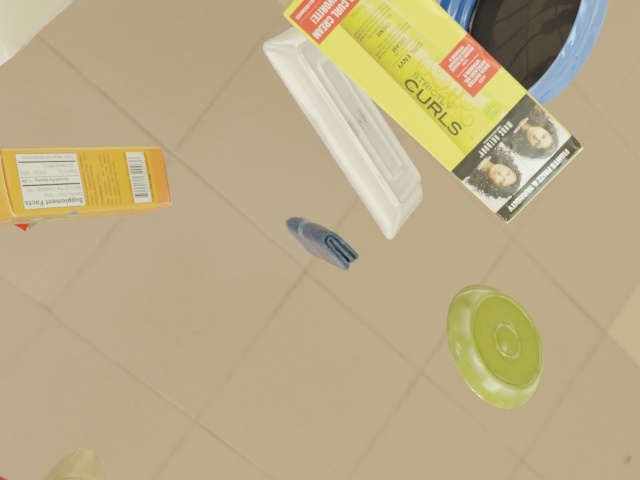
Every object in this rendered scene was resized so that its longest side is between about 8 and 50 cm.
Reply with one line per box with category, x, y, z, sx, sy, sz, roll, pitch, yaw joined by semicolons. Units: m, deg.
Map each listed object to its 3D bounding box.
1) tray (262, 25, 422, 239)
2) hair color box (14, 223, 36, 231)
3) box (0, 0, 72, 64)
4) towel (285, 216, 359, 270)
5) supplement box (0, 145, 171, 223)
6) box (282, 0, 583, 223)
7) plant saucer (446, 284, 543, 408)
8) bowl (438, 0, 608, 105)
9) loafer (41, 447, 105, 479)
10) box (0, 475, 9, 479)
tray;0.041;-0.141;1.234;0.270;0.030;0.145;56;32;-9
hair color box;-0.417;-0.063;1.513;0.043;0.141;0.072;31;98;-9
box;-0.269;-0.175;0.551;0.148;0.127;0.232;-28;113;19
towel;0.000;0.000;1.355;0.029;0.119;0.067;-47;117;-9
supplement box;-0.274;-0.061;1.135;0.233;0.078;0.080;-4;84;-53
box;0.083;-0.122;0.771;0.232;0.058;0.087;42;101;-13
plant saucer;0.332;0.188;1.897;0.241;0.037;0.241;19;56;-32
bowl;0.352;-0.406;1.846;0.077;0.391;0.391;14;89;-33
loafer;-0.349;0.366;1.401;0.102;0.268;0.092;32;44;-13
box;-0.399;0.302;1.056;0.122;0.257;0.128;-36;121;-39
